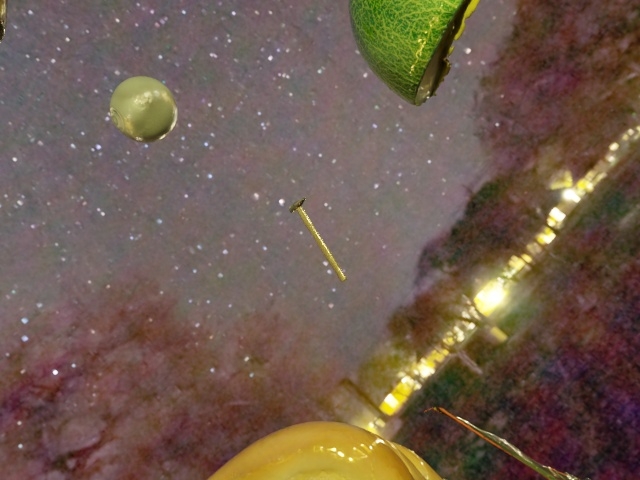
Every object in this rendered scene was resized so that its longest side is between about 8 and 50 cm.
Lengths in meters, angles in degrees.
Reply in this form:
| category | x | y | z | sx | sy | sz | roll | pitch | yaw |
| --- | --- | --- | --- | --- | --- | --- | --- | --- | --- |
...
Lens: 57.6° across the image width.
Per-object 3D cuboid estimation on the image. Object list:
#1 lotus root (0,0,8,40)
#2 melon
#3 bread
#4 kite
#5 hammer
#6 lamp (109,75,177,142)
| category | x | y | z | sx | sy | sz | roll | pitch | yaw |
| --- | --- | --- | --- | --- | --- | --- | --- | --- | --- |
| lotus root | -0.526 | -0.350 | 0.761 | 0.160 | 0.275 | 0.152 | -52 | -15 | 18 |
| melon | 0.098 | -0.289 | 0.736 | 0.129 | 0.169 | 0.265 | -47 | -13 | -31 |
| bread | -0.028 | 0.310 | 0.558 | 0.270 | 0.211 | 0.315 | 36 | -90 | -39 |
| kite | 0.226 | 0.204 | 0.398 | 0.016 | 0.321 | 0.234 | -61 | 8 | -3 |
| hammer | 0.000 | 0.000 | 1.235 | 0.013 | 0.198 | 0.062 | -29 | -7 | -37 |
| lamp | -0.279 | -0.206 | 0.919 | 0.105 | 0.105 | 0.105 | -44 | -16 | -16 |
